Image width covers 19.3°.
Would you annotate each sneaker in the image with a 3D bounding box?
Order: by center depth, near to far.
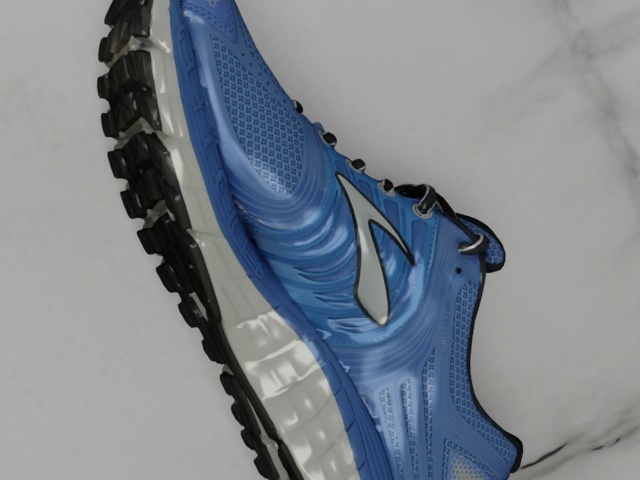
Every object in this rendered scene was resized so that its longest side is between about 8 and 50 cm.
[{"bbox_3d":[0.000,0.000,0.930,0.147,0.130,0.330,-28,103,-15],"label":"sneaker"}]
